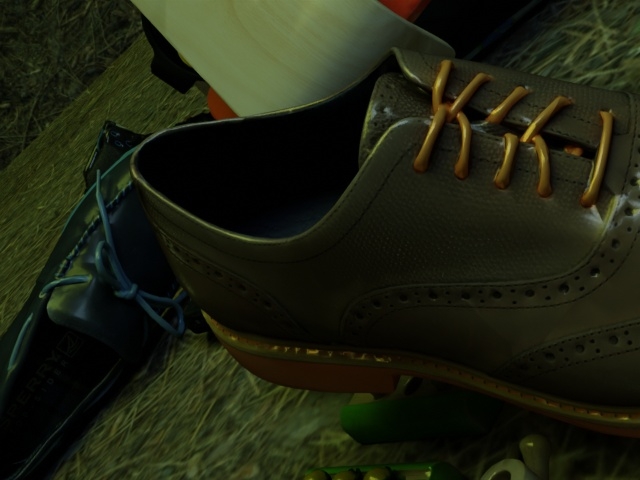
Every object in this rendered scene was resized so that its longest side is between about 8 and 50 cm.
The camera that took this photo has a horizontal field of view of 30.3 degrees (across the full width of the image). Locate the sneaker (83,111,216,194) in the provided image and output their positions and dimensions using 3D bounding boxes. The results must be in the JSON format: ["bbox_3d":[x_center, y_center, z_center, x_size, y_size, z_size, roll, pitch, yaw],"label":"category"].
[{"bbox_3d":[-0.180,-0.113,1.339,0.217,0.121,0.079,-47,20,-2],"label":"sneaker"}]

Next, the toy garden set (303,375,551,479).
[{"bbox_3d":[0.056,0.089,0.563,0.204,0.049,0.244,-18,34,54],"label":"toy garden set"}]

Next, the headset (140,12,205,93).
[{"bbox_3d":[-0.062,-0.271,1.256,0.243,0.185,0.394,-58,7,-14],"label":"headset"}]

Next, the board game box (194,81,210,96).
[{"bbox_3d":[0.022,-0.299,1.372,0.318,0.066,0.318,-53,21,-19],"label":"board game box"}]

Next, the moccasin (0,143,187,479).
[{"bbox_3d":[-0.187,0.074,1.020,0.342,0.138,0.117,-60,24,2],"label":"moccasin"}]

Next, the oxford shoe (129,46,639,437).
[{"bbox_3d":[0.081,-0.008,0.467,0.364,0.132,0.130,-7,50,30],"label":"oxford shoe"}]

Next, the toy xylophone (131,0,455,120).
[{"bbox_3d":[-0.037,-0.201,0.796,0.236,0.322,0.081,-43,-21,23],"label":"toy xylophone"}]

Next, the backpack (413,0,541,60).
[{"bbox_3d":[0.065,-0.268,0.935,0.355,0.290,0.273,-54,27,8],"label":"backpack"}]

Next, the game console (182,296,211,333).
[{"bbox_3d":[0.000,0.000,0.831,0.213,0.044,0.361,-41,8,-25],"label":"game console"}]
